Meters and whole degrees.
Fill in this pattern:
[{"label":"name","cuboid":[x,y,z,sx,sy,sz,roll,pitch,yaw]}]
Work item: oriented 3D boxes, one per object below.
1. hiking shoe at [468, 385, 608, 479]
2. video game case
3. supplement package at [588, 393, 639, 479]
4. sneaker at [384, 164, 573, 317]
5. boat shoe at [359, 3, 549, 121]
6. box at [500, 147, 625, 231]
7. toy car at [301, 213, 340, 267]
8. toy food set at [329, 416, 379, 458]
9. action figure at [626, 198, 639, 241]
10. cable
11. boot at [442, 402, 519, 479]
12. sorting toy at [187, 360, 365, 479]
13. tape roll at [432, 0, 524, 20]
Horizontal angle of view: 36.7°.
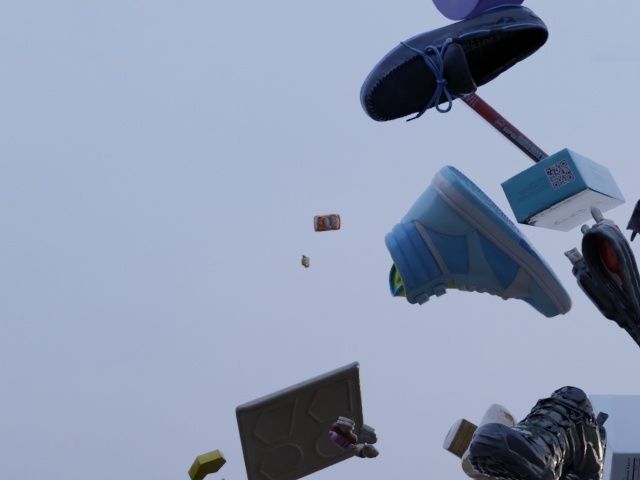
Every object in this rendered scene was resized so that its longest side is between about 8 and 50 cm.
[{"label":"hiking shoe","cuboid":[0.230,0.201,1.005,0.086,0.114,0.227,5,-16,41]},{"label":"video game case","cuboid":[0.314,-0.184,1.626,0.285,0.204,0.025,37,-79,-14]},{"label":"supplement package","cuboid":[0.555,0.363,1.584,0.203,0.194,0.149,0,-71,4]},{"label":"sneaker","cuboid":[0.226,0.052,1.485,0.208,0.127,0.319,-43,-71,12]},{"label":"boat shoe","cuboid":[0.170,-0.233,1.239,0.258,0.089,0.109,-33,-59,0]},{"label":"box","cuboid":[0.337,-0.064,1.321,0.100,0.060,0.244,-29,-16,24]},{"label":"toy car","cuboid":[0.000,0.000,1.939,0.060,0.122,0.040,13,-2,18]},{"label":"toy food set","cuboid":[0.045,0.282,1.363,0.078,0.019,0.122,20,-27,21]},{"label":"action figure","cuboid":[0.511,-0.088,1.304,0.099,0.185,0.285,27,-35,2]},{"label":"cable","cuboid":[0.379,0.082,1.115,0.072,0.287,0.139,-24,-30,-17]},{"label":"boot","cuboid":[0.292,0.314,1.298,0.211,0.104,0.295,29,-10,0]},{"label":"sorting toy","cuboid":[-0.073,0.317,1.546,0.307,0.041,0.229,-18,-50,-18]},{"label":"tape roll","cuboid":[0.219,-0.407,1.353,0.080,0.189,0.189,-11,-29,-22]}]
